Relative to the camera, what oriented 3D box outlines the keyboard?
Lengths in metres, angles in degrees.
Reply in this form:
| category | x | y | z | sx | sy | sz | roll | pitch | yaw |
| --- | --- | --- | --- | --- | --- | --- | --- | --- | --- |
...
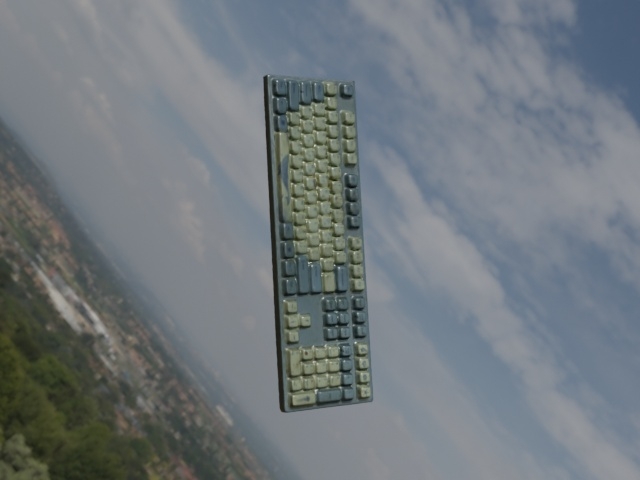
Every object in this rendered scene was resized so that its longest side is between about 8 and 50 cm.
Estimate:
| category | x | y | z | sx | sy | sz | roll | pitch | yaw |
| --- | --- | --- | --- | --- | --- | --- | --- | --- | --- |
| keyboard | -0.001 | 0.000 | 0.459 | 0.014 | 0.055 | 0.176 | -9 | -97 | 61 |
